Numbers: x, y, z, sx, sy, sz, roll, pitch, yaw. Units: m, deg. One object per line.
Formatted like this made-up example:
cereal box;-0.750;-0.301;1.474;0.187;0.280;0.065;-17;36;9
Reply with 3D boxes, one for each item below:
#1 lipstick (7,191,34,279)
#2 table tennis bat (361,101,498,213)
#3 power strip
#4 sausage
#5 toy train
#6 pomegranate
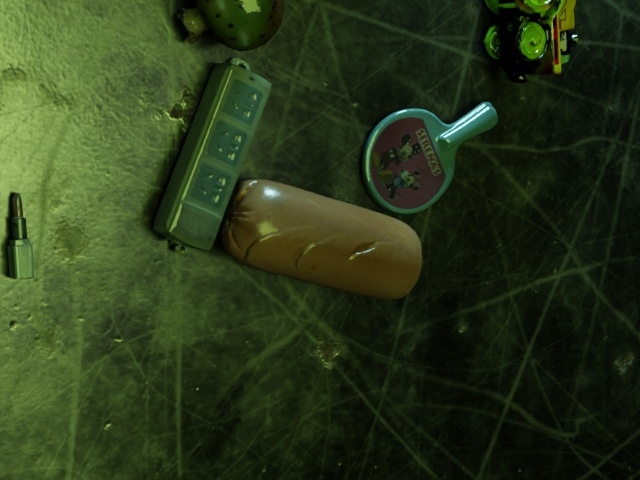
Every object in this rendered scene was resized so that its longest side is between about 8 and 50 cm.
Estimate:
lipstick;-0.370;-0.006;1.654;0.025;0.025;0.107;-5;93;-33
table tennis bat;0.163;-0.136;1.985;0.244;0.040;0.152;-31;112;-21
power strip;-0.141;-0.112;1.772;0.078;0.052;0.272;25;83;-33
sausage;-0.001;0.000;1.842;0.304;0.121;0.121;16;88;-35
toy train;0.320;-0.387;2.009;0.161;0.100;0.296;-11;104;-34
pomegranate;-0.110;-0.306;1.734;0.130;0.130;0.130;-6;100;-33
